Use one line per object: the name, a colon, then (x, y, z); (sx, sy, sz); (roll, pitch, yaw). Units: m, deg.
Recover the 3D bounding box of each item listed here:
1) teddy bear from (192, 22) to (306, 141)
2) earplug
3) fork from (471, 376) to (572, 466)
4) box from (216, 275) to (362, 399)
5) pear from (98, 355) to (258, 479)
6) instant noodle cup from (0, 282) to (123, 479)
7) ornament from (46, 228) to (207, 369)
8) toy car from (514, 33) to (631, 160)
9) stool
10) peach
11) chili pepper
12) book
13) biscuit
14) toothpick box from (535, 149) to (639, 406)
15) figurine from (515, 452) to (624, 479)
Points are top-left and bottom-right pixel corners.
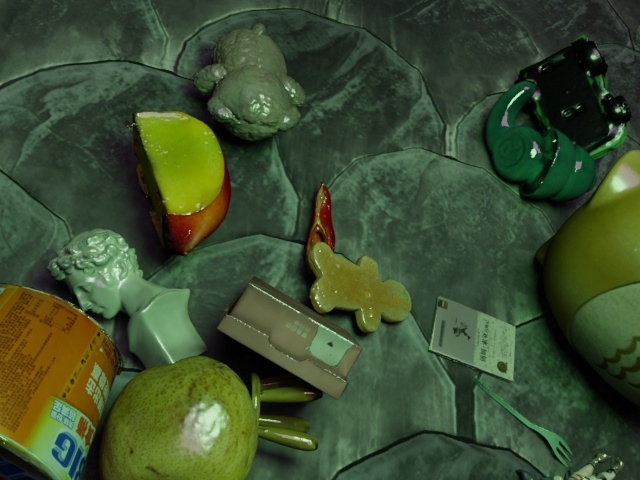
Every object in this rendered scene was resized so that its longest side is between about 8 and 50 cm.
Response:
teddy bear: (-0.139, -0.312, 1.386); (0.235, 0.151, 0.267); (2, 58, -19)
earplug: (0.514, -0.208, 1.587); (0.280, 0.164, 0.257); (27, 46, -3)
fork: (0.380, 0.334, 1.276); (0.235, 0.021, 0.039); (40, 51, 5)
box: (-0.048, 0.146, 1.095); (0.215, 0.215, 0.086); (30, 88, -2)
pear: (-0.202, 0.272, 0.970); (0.228, 0.188, 0.211); (-9, 50, 6)
instant noodle cup: (-0.407, 0.206, 0.886); (0.296, 0.296, 0.214); (25, 46, -6)
ornament: (-0.296, 0.093, 1.091); (0.285, 0.120, 0.130); (40, 34, 3)
toy car: (0.630, -0.355, 1.706); (0.176, 0.213, 0.359); (19, 49, -54)
stool: (-0.061, 0.265, 1.074); (0.110, 0.134, 0.135); (6, 48, -11)
peach: (-0.233, -0.092, 1.204); (0.153, 0.159, 0.267); (-16, 65, -18)
chili pepper: (0.000, 0.000, 1.315); (0.059, 0.050, 0.268); (-4, 55, 7)
book: (0.301, 0.192, 1.337); (0.181, 0.014, 0.127); (22, 54, -9)
biscuit: (0.074, 0.096, 1.262); (0.234, 0.030, 0.153); (17, 60, -32)
toothpick box: (0.652, 0.079, 1.309); (0.408, 0.409, 0.425); (-22, 65, -32)
figurine: (0.400, 0.465, 1.115); (0.264, 0.175, 0.197); (-5, 66, -16)
